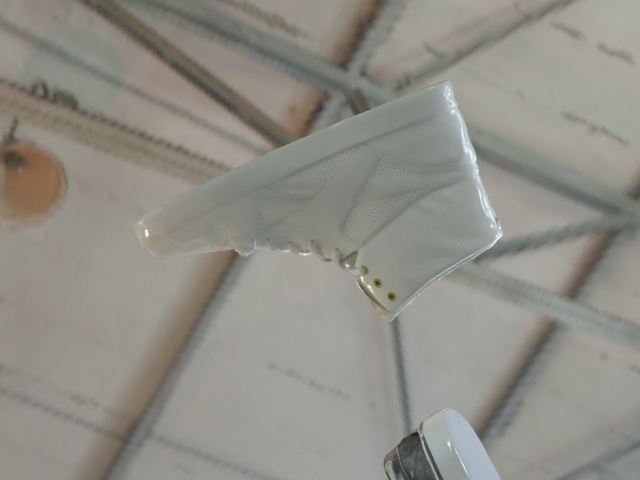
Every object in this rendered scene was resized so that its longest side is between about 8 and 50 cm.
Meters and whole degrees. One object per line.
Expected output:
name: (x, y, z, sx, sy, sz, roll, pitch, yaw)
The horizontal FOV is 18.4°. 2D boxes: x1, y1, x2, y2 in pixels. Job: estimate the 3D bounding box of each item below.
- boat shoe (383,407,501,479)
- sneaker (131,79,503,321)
boat shoe: (0.133, 0.294, 1.793, 0.102, 0.301, 0.108, -37, -39, 17)
sneaker: (0.000, 0.000, 1.607, 0.292, 0.108, 0.169, -21, -85, 16)
